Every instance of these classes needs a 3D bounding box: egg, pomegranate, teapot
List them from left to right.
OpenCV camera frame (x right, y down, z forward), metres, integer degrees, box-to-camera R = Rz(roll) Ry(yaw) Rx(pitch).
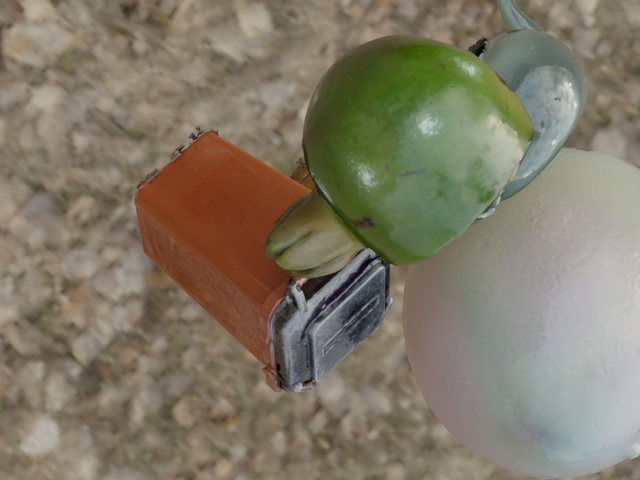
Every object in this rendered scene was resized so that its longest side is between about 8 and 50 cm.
[{"bbox_3d":[0.050,-0.080,1.602,0.159,0.241,0.190,42,49,-15],"label":"pomegranate"},{"bbox_3d":[0.182,-0.133,1.952,0.129,0.193,0.294,38,54,-9],"label":"teapot"},{"bbox_3d":[0.255,0.114,2.119,0.340,0.354,0.354,-67,160,-54],"label":"egg"}]

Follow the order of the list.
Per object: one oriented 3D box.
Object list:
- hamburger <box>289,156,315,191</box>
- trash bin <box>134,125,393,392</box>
[{"bbox_3d":[0.006,-0.004,1.964,0.087,0.102,0.176,33,62,-53],"label":"hamburger"},{"bbox_3d":[-0.058,0.006,1.807,0.161,0.239,0.184,-42,156,-24],"label":"trash bin"}]
